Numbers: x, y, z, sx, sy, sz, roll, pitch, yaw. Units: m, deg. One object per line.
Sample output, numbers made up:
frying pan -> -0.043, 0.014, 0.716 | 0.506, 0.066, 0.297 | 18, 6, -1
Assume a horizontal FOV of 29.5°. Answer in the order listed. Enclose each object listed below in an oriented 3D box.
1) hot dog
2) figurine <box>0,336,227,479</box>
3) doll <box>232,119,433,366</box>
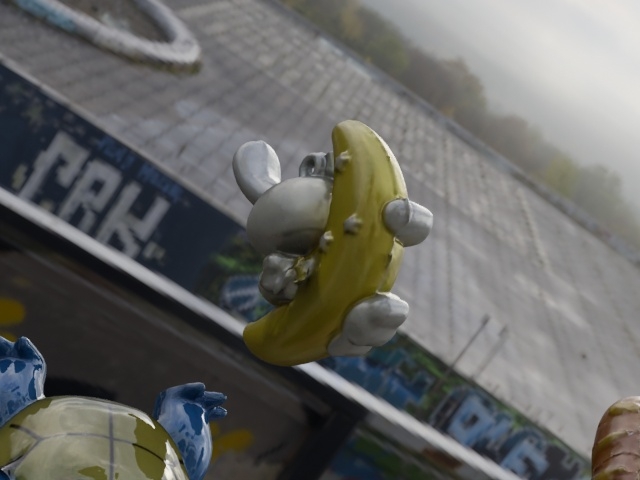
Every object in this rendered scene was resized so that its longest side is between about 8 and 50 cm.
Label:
hot dog -> 0.285, 0.242, 1.022 | 0.115, 0.072, 0.269 | 7, 46, 4
figurine -> -0.200, 0.205, 0.971 | 0.298, 0.243, 0.416 | 26, -6, -19
doll -> 0.000, 0.000, 1.144 | 0.111, 0.237, 0.252 | 11, -14, -38
